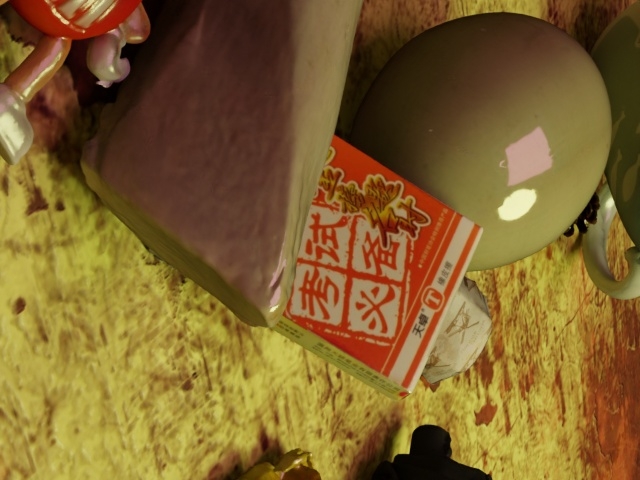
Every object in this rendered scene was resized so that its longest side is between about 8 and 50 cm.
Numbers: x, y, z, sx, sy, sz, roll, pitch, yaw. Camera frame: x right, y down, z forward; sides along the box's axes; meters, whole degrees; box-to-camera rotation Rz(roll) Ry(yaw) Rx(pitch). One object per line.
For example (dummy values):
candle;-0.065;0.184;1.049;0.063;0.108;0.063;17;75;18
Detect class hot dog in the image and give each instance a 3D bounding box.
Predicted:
hot dog;0.110;0.076;1.440;0.108;0.059;0.191;-61;148;-6

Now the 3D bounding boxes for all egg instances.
egg;0.141;-0.087;1.303;0.269;0.219;0.219;-31;123;-37

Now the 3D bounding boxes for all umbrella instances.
umbrella;0.090;0.295;1.368;0.110;0.122;0.272;27;52;-16

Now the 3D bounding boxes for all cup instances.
cup;0.411;-0.073;1.649;0.357;0.259;0.275;-55;-160;31

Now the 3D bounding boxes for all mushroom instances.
mushroom;-0.051;-0.136;1.069;0.137;0.154;0.408;76;26;-61

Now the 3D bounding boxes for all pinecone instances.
pinecone;0.268;-0.038;1.647;0.083;0.077;0.077;-21;117;-27

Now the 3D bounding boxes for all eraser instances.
eraser;0.000;0.000;1.140;0.230;0.038;0.157;31;65;-10

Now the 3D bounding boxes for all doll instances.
doll;-0.162;-0.173;0.941;0.217;0.085;0.183;-55;143;-24

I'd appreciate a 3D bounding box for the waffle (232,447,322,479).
waffle;-0.060;0.341;1.229;0.325;0.068;0.302;-49;137;-48
